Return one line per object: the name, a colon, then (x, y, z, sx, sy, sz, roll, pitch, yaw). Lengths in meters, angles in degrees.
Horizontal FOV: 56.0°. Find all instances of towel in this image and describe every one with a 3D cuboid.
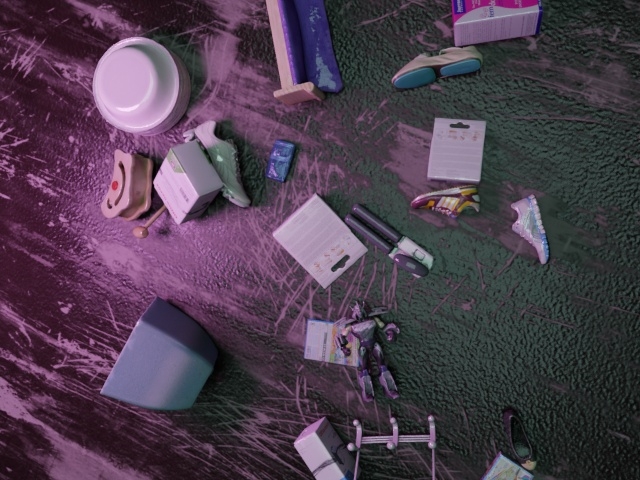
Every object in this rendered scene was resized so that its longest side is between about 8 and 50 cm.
towel: (-0.120, -0.234, 1.776, 0.067, 0.029, 0.119, 18, 96, 12)

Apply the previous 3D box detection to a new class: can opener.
can opener: (0.191, 0.001, 1.683, 0.283, 0.095, 0.076, 37, 99, 8)

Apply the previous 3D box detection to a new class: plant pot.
plant pot: (-0.446, 0.352, 1.771, 0.252, 0.248, 0.247, 28, 98, -8)

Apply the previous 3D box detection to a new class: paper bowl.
paper bowl: (-0.547, -0.463, 1.803, 0.285, 0.148, 0.284, 1, 94, 12)

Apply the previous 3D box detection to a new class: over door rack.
over door rack: (0.194, 0.610, 1.604, 0.240, 0.324, 0.108, -6, 128, 13)

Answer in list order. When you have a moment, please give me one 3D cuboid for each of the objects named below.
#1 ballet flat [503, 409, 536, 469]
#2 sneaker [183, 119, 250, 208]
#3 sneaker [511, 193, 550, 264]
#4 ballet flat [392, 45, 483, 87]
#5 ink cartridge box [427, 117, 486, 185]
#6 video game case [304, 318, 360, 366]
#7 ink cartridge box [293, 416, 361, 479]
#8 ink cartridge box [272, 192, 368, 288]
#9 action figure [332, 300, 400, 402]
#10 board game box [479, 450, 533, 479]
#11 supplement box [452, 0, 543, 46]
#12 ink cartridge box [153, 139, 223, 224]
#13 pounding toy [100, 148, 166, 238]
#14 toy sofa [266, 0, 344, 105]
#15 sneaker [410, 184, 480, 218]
ballet flat: (0.543, 0.550, 1.651, 0.058, 0.049, 0.173, -23, 87, 13)
sneaker: (-0.284, -0.227, 1.780, 0.118, 0.110, 0.292, -34, 86, 1)
sneaker: (0.563, -0.023, 1.622, 0.083, 0.071, 0.190, -17, 80, 19)
ballet flat: (0.317, -0.482, 1.654, 0.249, 0.086, 0.086, -9, 90, 11)
ink cartridge box: (0.377, -0.246, 1.672, 0.146, 0.045, 0.179, 7, 75, 13)
video game case: (0.039, 0.300, 1.770, 0.167, 0.015, 0.119, 7, 93, 12)
ink cartridge box: (0.022, 0.621, 1.721, 0.082, 0.140, 0.190, -35, 85, 13)
ink cartridge box: (0.000, 0.000, 1.760, 0.181, 0.056, 0.224, -42, 102, 11)
action figure: (0.140, 0.305, 1.701, 0.186, 0.099, 0.284, -15, 94, 1)
board game box: (0.504, 0.681, 1.676, 0.103, 0.026, 0.154, 33, 98, 9)
supplement box: (0.460, -0.601, 1.584, 0.220, 0.114, 0.111, -6, 76, 14)
ink cartridge box: (-0.387, -0.164, 1.747, 0.160, 0.093, 0.219, 59, 146, 4)
pounding toy: (-0.568, -0.136, 1.859, 0.154, 0.155, 0.269, -4, 81, 41)
toy sofa: (-0.060, -0.577, 1.689, 0.177, 0.150, 0.362, -10, 90, 14)
sneaker: (0.345, -0.097, 1.659, 0.186, 0.069, 0.083, -12, 84, 13)
